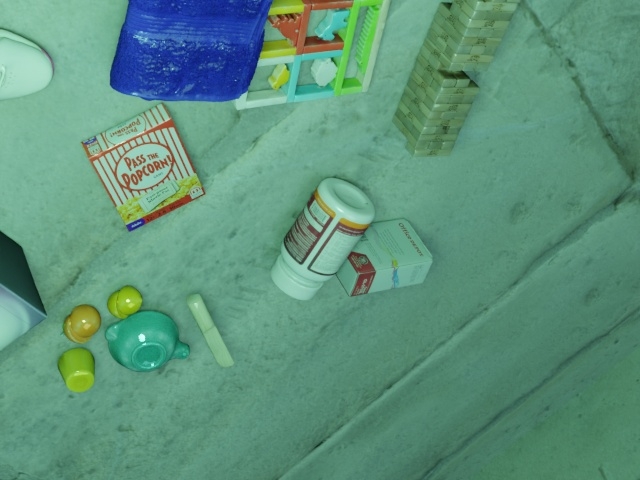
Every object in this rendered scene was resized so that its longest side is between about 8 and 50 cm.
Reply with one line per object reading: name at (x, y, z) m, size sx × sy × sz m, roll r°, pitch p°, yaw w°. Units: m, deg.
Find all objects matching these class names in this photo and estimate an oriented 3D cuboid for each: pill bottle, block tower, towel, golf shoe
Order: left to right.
golf shoe at (-0.498, -0.215, 1.434) m, size 0.306 × 0.140 × 0.115 m, roll -3°, pitch 132°, yaw -34°
towel at (-0.162, -0.329, 1.511) m, size 0.228 × 0.076 × 0.308 m, roll -7°, pitch 136°, yaw -30°
pill bottle at (0.000, 0.000, 2.020) m, size 0.121 × 0.121 × 0.221 m, roll 8°, pitch 127°, yaw -40°
block tower at (0.230, -0.306, 1.874) m, size 0.091 × 0.097 × 0.335 m, roll -5°, pitch 132°, yaw -31°

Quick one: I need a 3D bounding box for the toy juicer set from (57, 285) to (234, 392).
toy juicer set at (-0.329, 0.162, 2.007) m, size 0.329 × 0.089 × 0.209 m, roll -8°, pitch 123°, yaw -17°

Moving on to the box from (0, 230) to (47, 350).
box at (-0.634, 0.082, 1.627) m, size 0.294 × 0.182 × 0.296 m, roll -37°, pitch 142°, yaw 3°

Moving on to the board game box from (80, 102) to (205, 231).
board game box at (-0.287, -0.117, 1.758) m, size 0.147 × 0.045 × 0.193 m, roll -28°, pitch 142°, yaw -6°

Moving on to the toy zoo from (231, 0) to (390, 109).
toy zoo at (-0.037, -0.308, 1.736) m, size 0.293 × 0.030 × 0.192 m, roll -11°, pitch 137°, yaw -26°

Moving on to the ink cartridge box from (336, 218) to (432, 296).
ink cartridge box at (0.114, 0.033, 2.128) m, size 0.175 × 0.127 × 0.072 m, roll -8°, pitch 137°, yaw -27°
